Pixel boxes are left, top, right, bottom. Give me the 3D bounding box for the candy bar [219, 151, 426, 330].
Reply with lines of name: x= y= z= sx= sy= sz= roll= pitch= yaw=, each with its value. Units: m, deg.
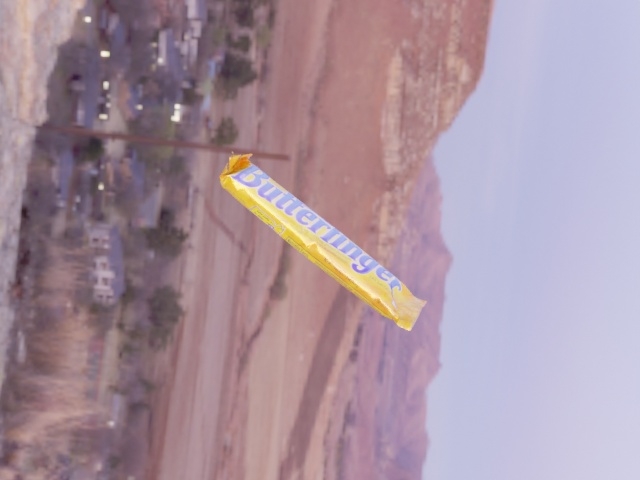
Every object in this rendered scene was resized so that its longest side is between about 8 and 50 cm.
candy bar: x=0.000 y=0.000 z=0.628 sx=0.018 sy=0.161 sz=0.040 roll=-49 pitch=-177 yaw=33
